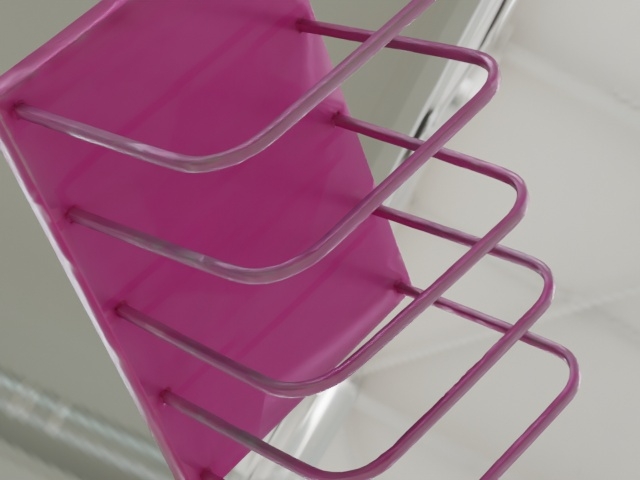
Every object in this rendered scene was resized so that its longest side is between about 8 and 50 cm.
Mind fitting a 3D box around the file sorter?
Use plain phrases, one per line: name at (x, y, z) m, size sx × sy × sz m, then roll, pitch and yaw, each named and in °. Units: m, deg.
file sorter at (0.000, 0.000, 0.842) m, size 0.182 × 0.202 × 0.290 m, roll 19°, pitch -38°, yaw 43°
